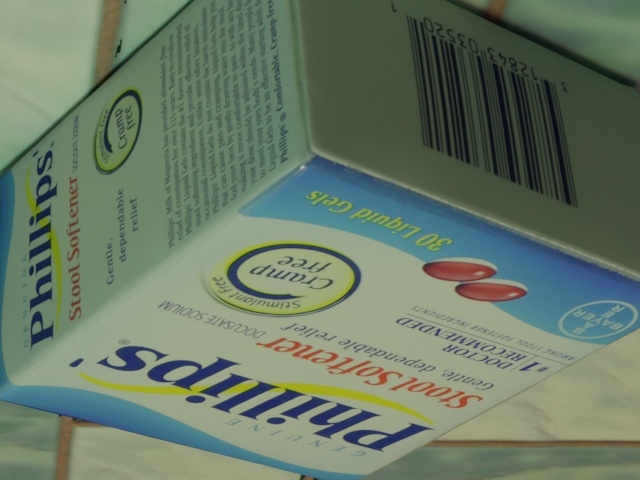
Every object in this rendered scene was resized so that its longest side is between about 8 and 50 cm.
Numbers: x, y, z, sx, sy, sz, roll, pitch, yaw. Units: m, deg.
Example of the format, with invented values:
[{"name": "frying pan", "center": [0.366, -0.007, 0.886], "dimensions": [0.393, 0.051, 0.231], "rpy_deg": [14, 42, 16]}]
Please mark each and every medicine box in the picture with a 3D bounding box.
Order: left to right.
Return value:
[{"name": "medicine box", "center": [0.000, 0.000, 1.008], "dimensions": [0.263, 0.149, 0.289], "rpy_deg": [19, 141, -34]}]
